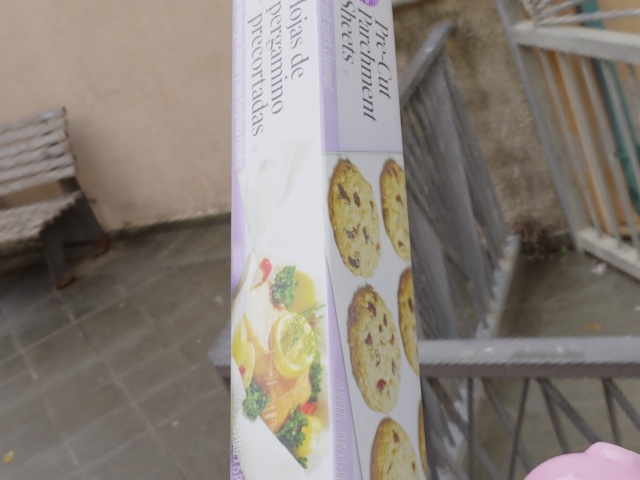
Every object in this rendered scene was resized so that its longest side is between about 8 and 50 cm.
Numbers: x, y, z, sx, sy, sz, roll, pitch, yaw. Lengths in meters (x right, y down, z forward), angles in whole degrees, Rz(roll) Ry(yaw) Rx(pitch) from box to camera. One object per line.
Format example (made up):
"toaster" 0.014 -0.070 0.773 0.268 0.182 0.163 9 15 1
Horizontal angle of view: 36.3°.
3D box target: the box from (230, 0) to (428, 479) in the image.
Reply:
"box" 0.000 0.000 0.463 0.063 0.067 0.324 -22 57 37

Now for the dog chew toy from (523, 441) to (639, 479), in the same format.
"dog chew toy" 0.171 0.312 0.716 0.206 0.206 0.332 8 72 53
